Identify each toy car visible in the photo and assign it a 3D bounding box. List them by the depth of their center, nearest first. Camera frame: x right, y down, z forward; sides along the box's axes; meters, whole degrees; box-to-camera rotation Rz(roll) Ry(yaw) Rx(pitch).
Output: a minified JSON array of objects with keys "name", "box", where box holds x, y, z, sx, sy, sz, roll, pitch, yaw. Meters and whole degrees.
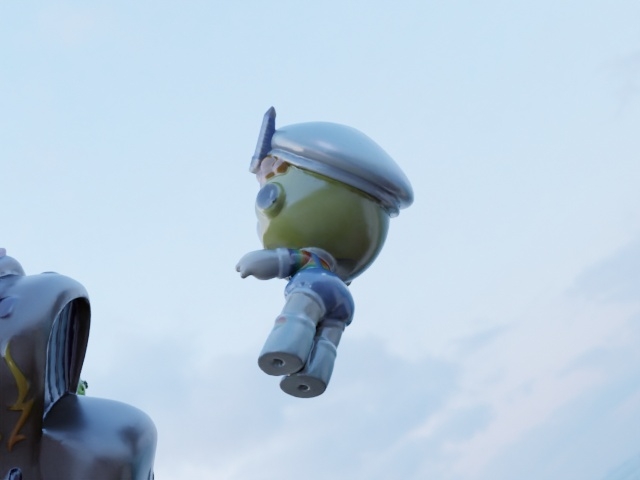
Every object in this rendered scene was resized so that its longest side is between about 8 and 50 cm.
[{"name":"toy car","box":[-0.294,0.182,1.073,0.240,0.341,0.271,3,9,3]}]

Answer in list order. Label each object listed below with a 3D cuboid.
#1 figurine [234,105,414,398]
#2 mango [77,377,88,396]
[{"name":"figurine","box":[0.018,0.020,1.311,0.205,0.382,0.224,-20,-35,31]},{"name":"mango","box":[-0.409,0.216,1.318,0.233,0.111,0.125,-23,2,-37]}]
